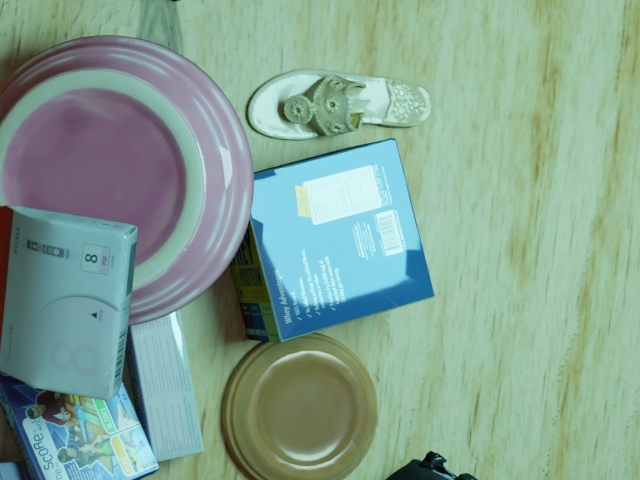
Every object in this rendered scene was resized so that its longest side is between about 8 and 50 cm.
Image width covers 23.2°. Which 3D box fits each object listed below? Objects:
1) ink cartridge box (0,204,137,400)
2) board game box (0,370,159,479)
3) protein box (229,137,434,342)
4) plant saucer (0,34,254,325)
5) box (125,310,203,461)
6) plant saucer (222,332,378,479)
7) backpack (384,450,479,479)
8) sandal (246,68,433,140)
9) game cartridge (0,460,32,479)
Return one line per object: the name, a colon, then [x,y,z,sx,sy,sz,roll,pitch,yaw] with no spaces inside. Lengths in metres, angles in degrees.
ink cartridge box: [-0.323,0.061,1.702,0.232,0.066,0.189,8,102,4]
board game box: [-0.286,0.197,1.783,0.136,0.035,0.201,-19,79,-27]
protein box: [0.000,0.000,1.871,0.201,0.136,0.200,-15,93,-19]
plant saucer: [-0.243,-0.065,1.749,0.332,0.084,0.332,1,94,8]
box: [-0.200,0.095,1.837,0.067,0.063,0.324,-11,91,-18]
plant saucer: [-0.020,0.211,1.908,0.200,0.037,0.200,1,87,-18]
backpack: [0.162,0.413,1.866,0.191,0.225,0.253,-42,111,-12]
sandal: [0.034,-0.172,1.919,0.240,0.079,0.088,-3,89,-19]
game cartridge: [-0.344,0.413,1.662,0.068,0.230,0.355,-22,76,21]
